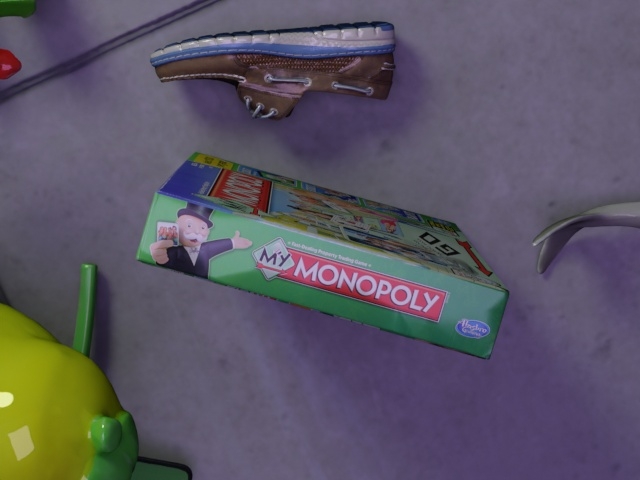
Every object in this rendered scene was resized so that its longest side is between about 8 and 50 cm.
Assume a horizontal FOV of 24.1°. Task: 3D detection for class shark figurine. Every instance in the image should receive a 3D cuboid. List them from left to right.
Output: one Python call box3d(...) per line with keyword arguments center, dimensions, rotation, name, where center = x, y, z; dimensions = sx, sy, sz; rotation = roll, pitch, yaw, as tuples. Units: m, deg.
box3d(center=(0.302, 0.030, 1.122), dimensions=(0.278, 0.116, 0.166), rotation=(38, 96, -8), name="shark figurine")

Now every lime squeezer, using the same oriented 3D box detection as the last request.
box3d(center=(-0.237, 0.166, 1.181), dimensions=(0.110, 0.059, 0.310), rotation=(44, 99, 23), name="lime squeezer")

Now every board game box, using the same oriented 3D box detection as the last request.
box3d(center=(0.000, 0.000, 1.010), dimensions=(0.214, 0.317, 0.046), rotation=(16, 97, -3), name="board game box")

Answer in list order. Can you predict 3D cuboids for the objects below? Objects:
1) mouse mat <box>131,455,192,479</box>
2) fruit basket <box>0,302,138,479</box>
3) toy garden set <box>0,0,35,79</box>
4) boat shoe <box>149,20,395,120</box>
box3d(center=(-0.197, 0.245, 1.171), dimensions=(0.153, 0.007, 0.189), rotation=(15, 107, -26), name="mouse mat")
box3d(center=(-0.301, 0.113, 1.032), dimensions=(0.392, 0.283, 0.392), rotation=(0, 94, -4), name="fruit basket")
box3d(center=(-0.324, -0.151, 1.061), dimensions=(0.244, 0.049, 0.203), rotation=(-6, 61, -11), name="toy garden set")
box3d(center=(-0.034, -0.123, 1.116), dimensions=(0.183, 0.066, 0.066), rotation=(-4, 101, 0), name="boat shoe")
